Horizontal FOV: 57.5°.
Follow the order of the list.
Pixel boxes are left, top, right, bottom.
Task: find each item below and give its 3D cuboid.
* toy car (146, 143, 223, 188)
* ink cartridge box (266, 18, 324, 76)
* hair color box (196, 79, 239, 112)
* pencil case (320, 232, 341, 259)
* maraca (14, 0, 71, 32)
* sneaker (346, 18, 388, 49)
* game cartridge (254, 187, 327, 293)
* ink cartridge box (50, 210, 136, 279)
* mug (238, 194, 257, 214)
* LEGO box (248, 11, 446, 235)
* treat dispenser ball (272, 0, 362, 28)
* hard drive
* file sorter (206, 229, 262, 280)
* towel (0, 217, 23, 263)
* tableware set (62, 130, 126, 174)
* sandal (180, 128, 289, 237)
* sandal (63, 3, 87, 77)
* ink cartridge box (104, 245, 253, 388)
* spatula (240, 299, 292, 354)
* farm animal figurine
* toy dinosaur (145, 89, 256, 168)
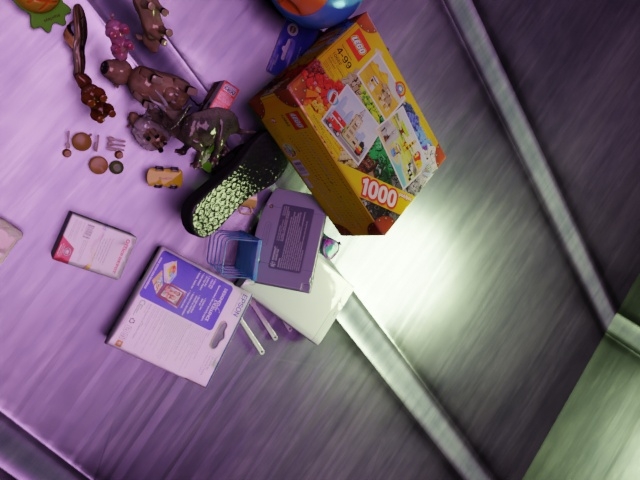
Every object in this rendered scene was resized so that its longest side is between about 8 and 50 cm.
[{"bbox_3d":[-0.346,-0.190,1.647,0.239,0.053,0.225,39,80,-30],"label":"toy car"},{"bbox_3d":[0.030,-0.516,1.787,0.371,0.069,0.175,21,89,-28],"label":"ink cartridge box"},{"bbox_3d":[-0.299,-0.358,1.615,0.053,0.093,0.167,33,83,-30],"label":"hair color box"},{"bbox_3d":[0.000,0.000,1.818,0.064,0.152,0.070,-26,123,-20],"label":"pencil case"},{"bbox_3d":[-0.662,-0.585,1.371,0.127,0.099,0.185,-36,140,-22],"label":"maraca"},{"bbox_3d":[0.142,-0.629,1.820,0.188,0.067,0.078,20,96,-28],"label":"sneaker"},{"bbox_3d":[-0.095,-0.003,1.739,0.198,0.062,0.297,10,75,10],"label":"game cartridge"},{"bbox_3d":[-0.595,0.014,1.537,0.175,0.072,0.127,24,87,-30],"label":"ink cartridge box"},{"bbox_3d":[-0.223,-0.122,1.719,0.064,0.078,0.062,3,132,-21],"label":"mug"},{"bbox_3d":[0.096,-0.314,1.671,0.372,0.193,0.500,-50,119,-27],"label":"LEGO box"},{"bbox_3d":[-0.009,-0.728,1.588,0.288,0.288,0.288,-6,103,-28],"label":"treat dispenser ball"},{"bbox_3d":[-0.071,0.146,1.860,0.353,0.047,0.233,41,75,-28],"label":"hard drive"},{"bbox_3d":[-0.252,0.036,1.678,0.104,0.170,0.118,7,97,-26],"label":"file sorter"},{"bbox_3d":[-0.938,0.018,1.361,0.332,0.053,0.317,38,82,-29],"label":"towel"},{"bbox_3d":[-0.589,-0.226,1.524,0.154,0.024,0.104,5,101,-31],"label":"tableware set"},{"bbox_3d":[-0.240,-0.187,1.638,0.446,0.107,0.167,-45,143,-35],"label":"sandal"},{"bbox_3d":[-0.608,-0.492,1.440,0.049,0.072,0.180,5,102,-8],"label":"sandal"},{"bbox_3d":[-0.394,0.218,1.656,0.307,0.072,0.303,32,75,-24],"label":"ink cartridge box"},{"bbox_3d":[-0.196,0.234,1.837,0.168,0.019,0.242,-39,117,-23],"label":"spatula"},{"bbox_3d":[-0.450,-0.429,1.476,0.330,0.172,0.327,-51,138,5],"label":"farm animal figurine"},{"bbox_3d":[-0.285,-0.282,1.502,0.313,0.121,0.160,-6,130,-32],"label":"toy dinosaur"}]
